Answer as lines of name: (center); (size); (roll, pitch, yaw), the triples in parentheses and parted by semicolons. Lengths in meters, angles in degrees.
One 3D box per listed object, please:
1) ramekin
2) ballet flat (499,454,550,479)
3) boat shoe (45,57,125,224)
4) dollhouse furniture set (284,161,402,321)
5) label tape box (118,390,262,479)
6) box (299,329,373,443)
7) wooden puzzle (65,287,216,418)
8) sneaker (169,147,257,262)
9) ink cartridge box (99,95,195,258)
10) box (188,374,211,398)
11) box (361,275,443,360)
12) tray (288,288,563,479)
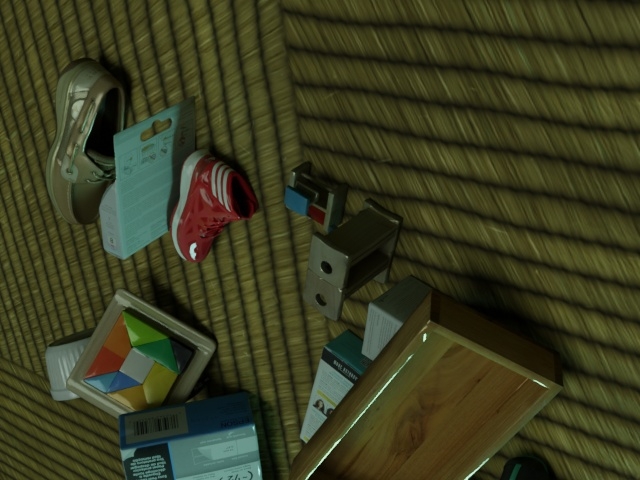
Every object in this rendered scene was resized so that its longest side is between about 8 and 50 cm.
ramekin: (-0.464, 0.241, 1.999); (0.207, 0.207, 0.109); (-10, 99, 48)
ballet flat: (0.311, 0.451, 1.430); (0.095, 0.096, 0.280); (-8, 110, 38)
boat shoe: (-0.413, -0.154, 1.751); (0.110, 0.122, 0.341); (34, 133, 26)
dollhouse furniture set: (0.000, 0.000, 1.429); (0.184, 0.129, 0.128); (32, 134, 25)
label tape box: (-0.236, 0.476, 1.872); (0.115, 0.249, 0.347); (-117, 20, -61)
box: (0.039, 0.269, 1.617); (0.100, 0.060, 0.244); (36, 136, 23)
wooden puzzle: (-0.346, 0.241, 1.861); (0.221, 0.044, 0.238); (30, 99, 1)
sneaker: (-0.177, -0.032, 1.621); (0.128, 0.087, 0.221); (32, 135, 29)
ink cartridge box: (-0.281, -0.110, 1.596); (0.066, 0.189, 0.232); (20, 128, 30)
box: (-0.260, 0.304, 1.933); (0.018, 0.067, 0.083); (52, 141, 4)
box: (0.127, 0.126, 1.405); (0.087, 0.102, 0.101); (32, 133, 30)
tray: (0.135, 0.262, 1.381); (0.203, 0.076, 0.411); (27, 127, -11)
